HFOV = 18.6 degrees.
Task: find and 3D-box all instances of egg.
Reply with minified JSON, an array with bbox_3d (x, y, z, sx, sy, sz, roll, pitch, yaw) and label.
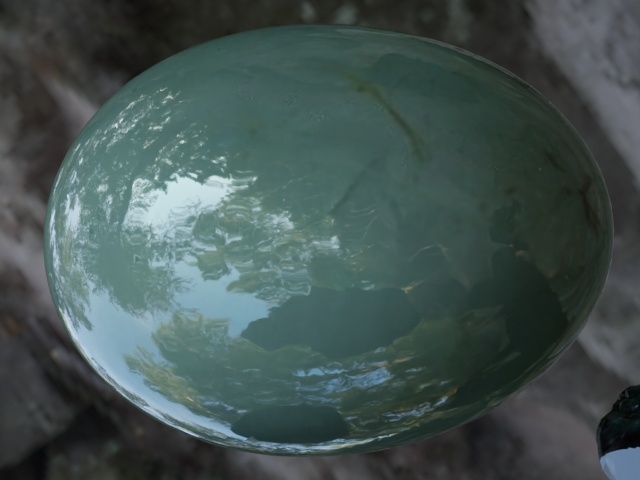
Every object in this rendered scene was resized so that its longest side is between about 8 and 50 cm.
[{"bbox_3d":[0.000,0.000,0.759,0.168,0.230,0.168,5,-96,-64],"label":"egg"}]

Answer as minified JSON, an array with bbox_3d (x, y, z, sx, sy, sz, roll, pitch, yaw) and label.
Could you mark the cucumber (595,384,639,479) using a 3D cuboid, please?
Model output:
[{"bbox_3d":[0.157,0.073,0.633,0.070,0.046,0.220,66,157,0],"label":"cucumber"}]
